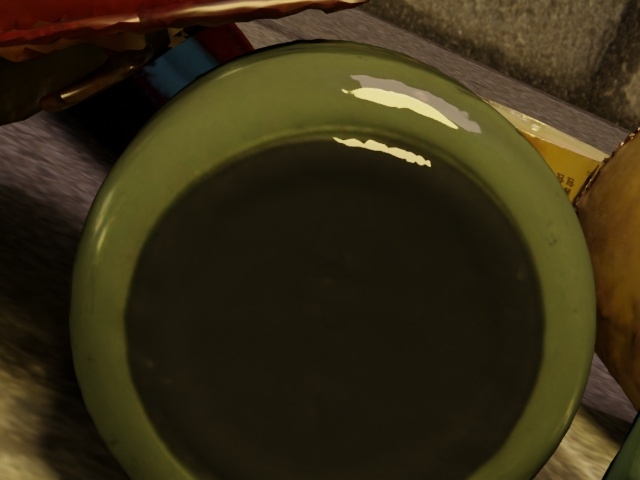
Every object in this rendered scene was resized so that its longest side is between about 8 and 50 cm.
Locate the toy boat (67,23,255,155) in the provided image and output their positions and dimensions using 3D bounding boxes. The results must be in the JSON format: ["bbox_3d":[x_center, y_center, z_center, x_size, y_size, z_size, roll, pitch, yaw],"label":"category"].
[{"bbox_3d":[-0.124,-0.122,1.158,0.079,0.136,0.392,-16,31,-22],"label":"toy boat"}]

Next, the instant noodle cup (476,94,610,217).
[{"bbox_3d":[0.101,-0.010,1.090,0.151,0.122,0.151,26,9,-4],"label":"instant noodle cup"}]

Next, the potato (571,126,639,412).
[{"bbox_3d":[0.264,0.055,0.942,0.229,0.229,0.266,21,9,-22],"label":"potato"}]

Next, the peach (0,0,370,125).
[{"bbox_3d":[-0.114,-0.178,0.755,0.416,0.353,0.339,22,5,-14],"label":"peach"}]

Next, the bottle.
[{"bbox_3d":[0.002,0.001,0.745,0.168,0.168,0.347,25,8,-4],"label":"bottle"}]

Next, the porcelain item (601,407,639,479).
[{"bbox_3d":[0.212,0.086,0.501,0.157,0.286,0.281,18,15,-29],"label":"porcelain item"}]
